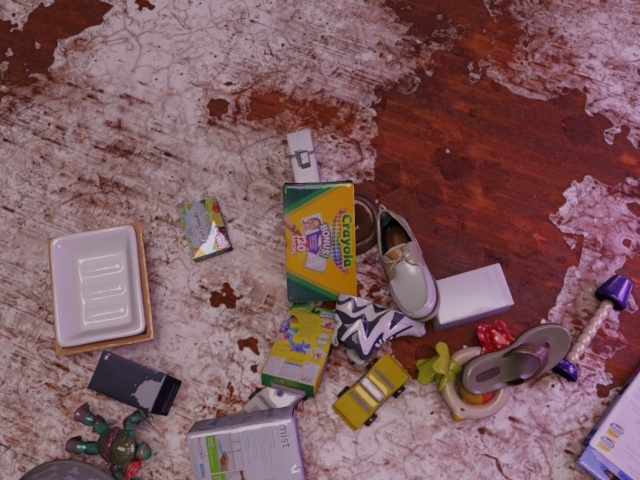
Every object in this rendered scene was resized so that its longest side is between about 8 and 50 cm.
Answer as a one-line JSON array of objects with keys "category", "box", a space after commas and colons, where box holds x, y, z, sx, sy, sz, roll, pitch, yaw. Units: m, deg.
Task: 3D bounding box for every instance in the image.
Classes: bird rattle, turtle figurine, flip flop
[{"category": "bird rattle", "box": [0.354, 0.304, 1.667, 0.254, 0.143, 0.206, -14, 85, -16]}, {"category": "turtle figurine", "box": [-0.451, 0.456, 1.627, 0.234, 0.118, 0.175, 15, 69, 14]}, {"category": "flip flop", "box": [0.438, 0.268, 1.589, 0.277, 0.080, 0.112, -18, 100, -17]}]

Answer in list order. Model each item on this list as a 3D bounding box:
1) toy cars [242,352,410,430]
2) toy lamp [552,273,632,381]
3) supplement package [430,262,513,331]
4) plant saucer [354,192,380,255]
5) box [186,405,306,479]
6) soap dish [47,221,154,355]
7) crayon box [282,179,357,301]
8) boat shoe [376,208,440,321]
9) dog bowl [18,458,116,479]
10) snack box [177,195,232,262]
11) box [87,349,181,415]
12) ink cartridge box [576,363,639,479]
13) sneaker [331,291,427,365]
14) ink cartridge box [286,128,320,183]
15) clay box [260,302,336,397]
[{"category": "toy cars", "box": [0.013, 0.347, 1.656, 0.394, 0.087, 0.176, -3, 73, 1]}, {"category": "toy lamp", "box": [0.636, 0.198, 1.690, 0.080, 0.080, 0.274, 37, 79, 11]}, {"category": "supplement package", "box": [0.342, 0.136, 1.701, 0.179, 0.105, 0.105, -15, 74, -4]}, {"category": "plant saucer", "box": [0.072, -0.044, 1.802, 0.169, 0.029, 0.168, 0, 74, 2]}, {"category": "box", "box": [-0.148, 0.511, 1.558, 0.231, 0.127, 0.261, -10, 90, -1]}, {"category": "soap dish", "box": [-0.517, 0.117, 1.723, 0.229, 0.118, 0.290, -10, 74, -1]}, {"category": "crayon box", "box": [0.000, 0.000, 1.709, 0.165, 0.081, 0.278, -2, 98, 0]}, {"category": "boat shoe", "box": [0.185, 0.053, 1.667, 0.113, 0.103, 0.302, -29, 44, 12]}, {"category": "dog bowl", "box": [-0.558, 0.649, 1.530, 0.349, 0.102, 0.348, -1, 87, 11]}, {"category": "snack box", "box": [-0.287, -0.028, 1.801, 0.100, 0.037, 0.141, -19, 74, -3]}, {"category": "box", "box": [-0.416, 0.325, 1.638, 0.156, 0.158, 0.093, 20, 75, 8]}, {"category": "ink cartridge box", "box": [0.728, 0.434, 1.624, 0.186, 0.065, 0.311, 39, 76, 12]}, {"category": "sneaker", "box": [0.126, 0.224, 1.671, 0.235, 0.094, 0.153, 21, 87, -29]}, {"category": "ink cartridge box", "box": [-0.038, -0.185, 1.804, 0.063, 0.109, 0.150, -11, 73, 2]}, {"category": "clay box", "box": [-0.040, 0.246, 1.664, 0.128, 0.053, 0.222, 12, 44, 13]}]
